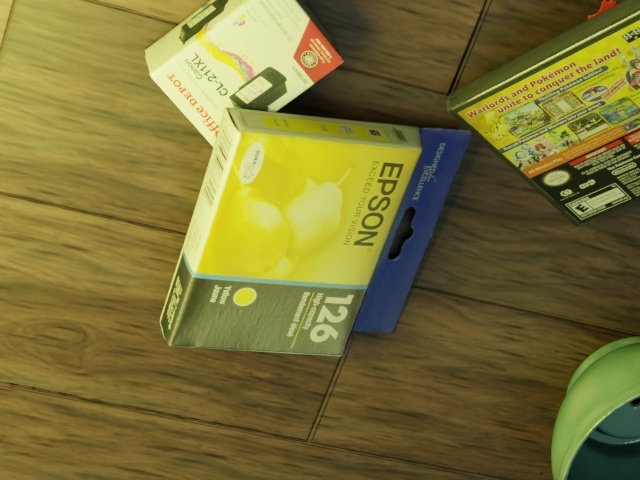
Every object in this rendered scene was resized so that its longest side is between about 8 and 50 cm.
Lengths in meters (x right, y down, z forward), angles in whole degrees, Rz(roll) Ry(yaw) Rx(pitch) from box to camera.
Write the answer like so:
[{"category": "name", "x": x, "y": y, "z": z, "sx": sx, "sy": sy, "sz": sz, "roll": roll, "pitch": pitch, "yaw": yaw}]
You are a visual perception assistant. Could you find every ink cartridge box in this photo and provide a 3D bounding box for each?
[{"category": "ink cartridge box", "x": 0.000, "y": 0.000, "z": 1.883, "sx": 0.307, "sy": 0.072, "sz": 0.303, "roll": 5, "pitch": 124, "yaw": -22}, {"category": "ink cartridge box", "x": -0.084, "y": -0.199, "z": 1.792, "sx": 0.175, "sy": 0.072, "sz": 0.127, "roll": -36, "pitch": 120, "yaw": 10}]

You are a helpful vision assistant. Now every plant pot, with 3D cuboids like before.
[{"category": "plant pot", "x": 0.415, "y": 0.242, "z": 2.063, "sx": 0.293, "sy": 0.196, "sz": 0.293, "roll": -4, "pitch": 119, "yaw": -8}]

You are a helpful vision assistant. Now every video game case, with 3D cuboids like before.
[{"category": "video game case", "x": 0.325, "y": -0.140, "z": 1.848, "sx": 0.275, "sy": 0.035, "sz": 0.248, "roll": -26, "pitch": 130, "yaw": 36}]

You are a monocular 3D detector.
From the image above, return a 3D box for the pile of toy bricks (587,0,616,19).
[{"category": "pile of toy bricks", "x": 0.400, "y": -0.241, "z": 1.855, "sx": 0.212, "sy": 0.118, "sz": 0.105, "roll": -2, "pitch": 92, "yaw": 9}]
